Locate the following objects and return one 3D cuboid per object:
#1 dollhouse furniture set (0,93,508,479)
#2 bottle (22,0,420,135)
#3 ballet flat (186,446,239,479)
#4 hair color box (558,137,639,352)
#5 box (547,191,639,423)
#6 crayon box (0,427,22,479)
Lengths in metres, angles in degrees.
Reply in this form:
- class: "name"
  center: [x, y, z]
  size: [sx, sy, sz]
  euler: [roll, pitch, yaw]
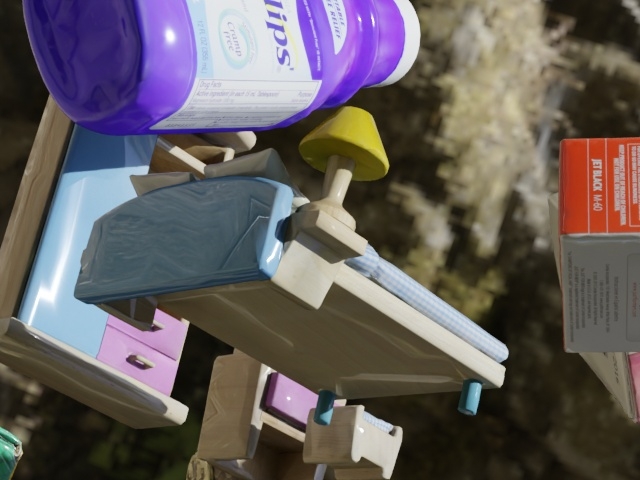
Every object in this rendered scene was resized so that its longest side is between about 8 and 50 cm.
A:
- class: "dollhouse furniture set"
  center: [0.000, 0.000, 1.053]
  size: [0.286, 0.303, 0.198]
  euler: [32, 62, -37]
- class: "bottle"
  center: [-0.044, -0.122, 1.084]
  size: [0.283, 0.092, 0.118]
  euler: [-5, 73, -54]
- class: "ballet flat"
  center: [-0.070, 0.261, 1.315]
  size: [0.084, 0.058, 0.249]
  euler: [145, -61, -69]
- class: "hair color box"
  center: [0.182, 0.002, 0.760]
  size: [0.093, 0.167, 0.053]
  euler: [77, 16, -55]
- class: "box"
  center: [0.293, 0.017, 1.287]
  size: [0.148, 0.232, 0.126]
  euler: [-117, -166, -69]
- class: "crayon box"
  center: [-0.240, 0.186, 0.789]
  size: [0.165, 0.081, 0.278]
  euler: [4, -113, 64]
